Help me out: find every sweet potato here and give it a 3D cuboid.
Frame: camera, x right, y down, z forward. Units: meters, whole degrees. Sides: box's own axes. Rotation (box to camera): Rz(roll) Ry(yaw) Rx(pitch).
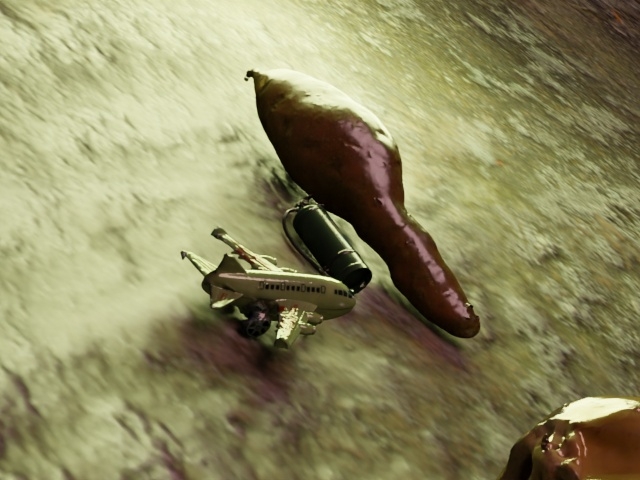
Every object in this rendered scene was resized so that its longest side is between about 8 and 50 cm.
[{"bbox_3d":[0.026,-0.043,1.018,0.074,0.075,0.269,0,46,-53],"label":"sweet potato"}]

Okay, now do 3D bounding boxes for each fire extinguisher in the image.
[{"bbox_3d":[0.000,0.000,0.962,0.038,0.025,0.083,-11,47,-29],"label":"fire extinguisher"}]

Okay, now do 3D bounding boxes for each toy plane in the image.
[{"bbox_3d":[-0.027,0.031,0.849,0.111,0.040,0.102,17,32,-38],"label":"toy plane"}]

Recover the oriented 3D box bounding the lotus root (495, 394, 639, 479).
[{"bbox_3d":[0.227,0.209,0.738,0.342,0.151,0.169,36,39,-11],"label":"lotus root"}]
